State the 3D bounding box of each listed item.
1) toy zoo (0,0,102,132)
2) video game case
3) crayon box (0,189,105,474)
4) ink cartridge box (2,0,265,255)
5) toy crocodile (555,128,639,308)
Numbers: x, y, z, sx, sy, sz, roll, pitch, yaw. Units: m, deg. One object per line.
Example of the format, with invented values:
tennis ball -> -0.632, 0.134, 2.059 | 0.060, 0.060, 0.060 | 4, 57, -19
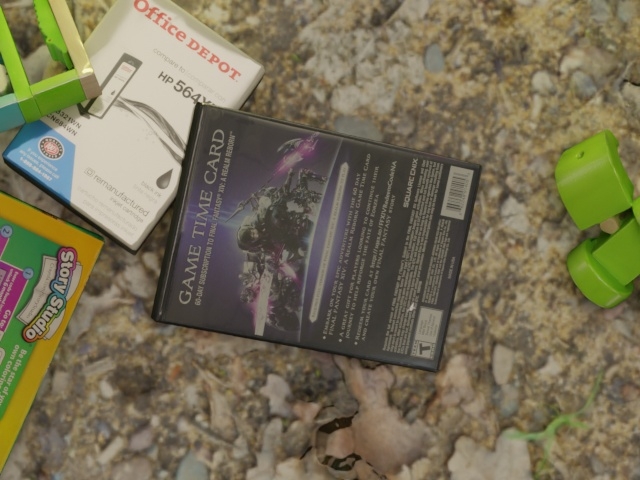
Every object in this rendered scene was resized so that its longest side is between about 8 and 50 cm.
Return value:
toy zoo -> -0.353, -0.142, 1.555 | 0.293, 0.030, 0.192 | -21, 49, -5
video game case -> 0.000, 0.000, 1.601 | 0.274, 0.026, 0.196 | 11, 92, -20
crayon box -> -0.322, 0.087, 1.546 | 0.165, 0.081, 0.278 | 27, 82, -28
ink cartridge box -> -0.166, -0.111, 1.605 | 0.148, 0.086, 0.203 | 35, 83, -3
toy crocodile -> 0.341, 0.044, 1.648 | 0.340, 0.105, 0.115 | 44, 122, -4
